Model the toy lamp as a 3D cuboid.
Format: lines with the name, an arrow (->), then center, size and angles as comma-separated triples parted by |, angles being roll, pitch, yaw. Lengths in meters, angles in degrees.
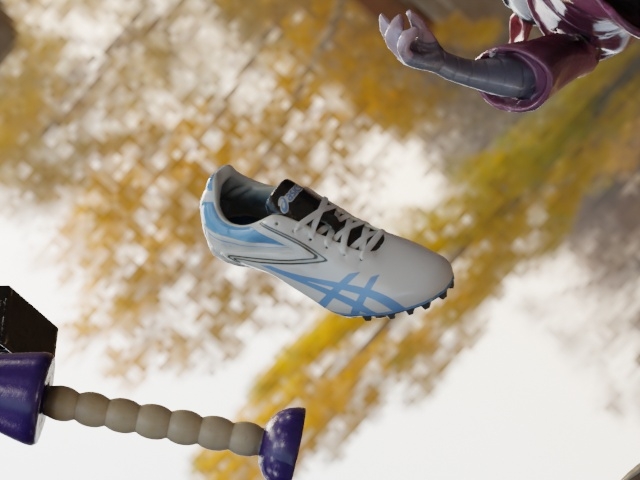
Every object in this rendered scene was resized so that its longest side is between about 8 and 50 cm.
toy lamp -> -0.153, 0.144, 1.595 | 0.275, 0.080, 0.080 | 13, -169, -1

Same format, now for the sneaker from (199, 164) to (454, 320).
sneaker -> 0.000, 0.000, 1.643 | 0.237, 0.085, 0.086 | 18, 137, 26

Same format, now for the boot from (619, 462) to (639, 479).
boot -> 0.212, 0.285, 1.494 | 0.138, 0.377, 0.284 | 62, -162, -2

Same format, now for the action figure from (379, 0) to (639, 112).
action figure -> 0.196, -0.200, 1.279 | 0.276, 0.248, 0.370 | 15, 170, 1

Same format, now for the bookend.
bookend -> -0.417, 0.114, 2.356 | 0.156, 0.157, 0.072 | 56, -145, -64
